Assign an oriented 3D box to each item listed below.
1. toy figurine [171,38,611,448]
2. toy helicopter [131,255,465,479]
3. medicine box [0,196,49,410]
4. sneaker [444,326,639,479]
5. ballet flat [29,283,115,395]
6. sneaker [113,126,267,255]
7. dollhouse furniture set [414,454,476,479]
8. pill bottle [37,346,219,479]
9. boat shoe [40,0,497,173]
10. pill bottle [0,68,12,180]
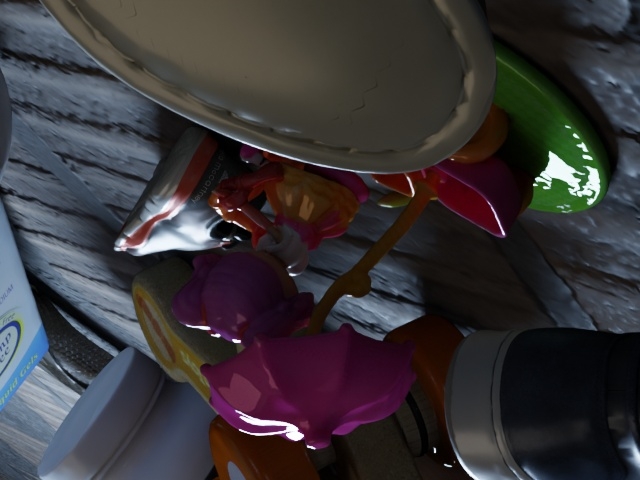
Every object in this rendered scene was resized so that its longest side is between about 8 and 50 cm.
[{"bbox_3d":[0.000,0.000,0.689,0.173,0.159,0.130,24,161,30],"label":"toy figurine"},{"bbox_3d":[-0.023,0.120,1.076,0.355,0.140,0.235,39,149,52],"label":"toy helicopter"},{"bbox_3d":[-0.362,0.084,1.357,0.149,0.263,0.289,28,154,16],"label":"medicine box"},{"bbox_3d":[0.174,0.073,0.695,0.163,0.086,0.226,-9,168,32],"label":"sneaker"},{"bbox_3d":[-0.209,0.104,1.569,0.250,0.058,0.084,41,159,-8],"label":"ballet flat"},{"bbox_3d":[-0.069,-0.011,0.966,0.065,0.061,0.158,30,165,-9],"label":"sneaker"},{"bbox_3d":[0.001,0.169,1.207,0.129,0.129,0.183,41,163,-22],"label":"dollhouse furniture set"},{"bbox_3d":[-0.057,0.226,1.389,0.323,0.181,0.181,38,163,-12],"label":"pill bottle"},{"bbox_3d":[-0.076,-0.143,0.548,0.324,0.097,0.116,33,123,-9],"label":"boat shoe"},{"bbox_3d":[-0.316,-0.083,1.061,0.264,0.153,0.153,17,156,46],"label":"pill bottle"}]
